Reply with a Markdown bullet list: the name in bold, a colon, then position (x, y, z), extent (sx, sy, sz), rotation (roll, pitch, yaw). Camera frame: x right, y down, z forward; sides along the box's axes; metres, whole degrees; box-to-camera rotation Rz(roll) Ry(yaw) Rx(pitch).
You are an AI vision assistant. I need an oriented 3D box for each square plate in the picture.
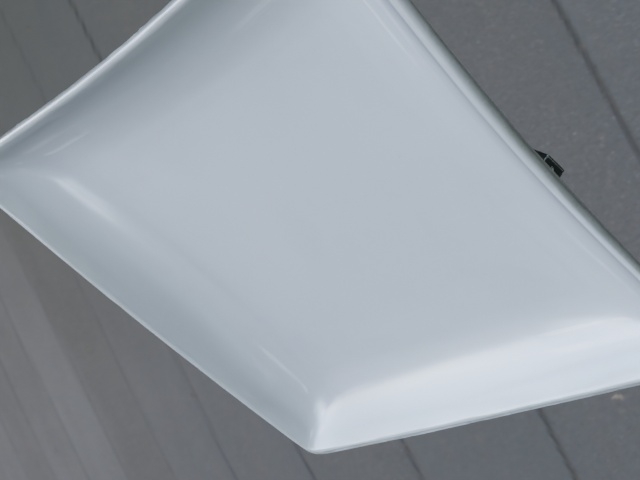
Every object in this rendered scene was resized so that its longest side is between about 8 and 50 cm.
- **square plate**: position (0.000, 0.000, 0.592), extent (0.344, 0.049, 0.347), rotation (-24, 122, 43)

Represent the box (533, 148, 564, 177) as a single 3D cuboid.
- **box**: position (0.154, -0.036, 1.102), extent (0.045, 0.190, 0.184), rotation (35, 177, -43)
